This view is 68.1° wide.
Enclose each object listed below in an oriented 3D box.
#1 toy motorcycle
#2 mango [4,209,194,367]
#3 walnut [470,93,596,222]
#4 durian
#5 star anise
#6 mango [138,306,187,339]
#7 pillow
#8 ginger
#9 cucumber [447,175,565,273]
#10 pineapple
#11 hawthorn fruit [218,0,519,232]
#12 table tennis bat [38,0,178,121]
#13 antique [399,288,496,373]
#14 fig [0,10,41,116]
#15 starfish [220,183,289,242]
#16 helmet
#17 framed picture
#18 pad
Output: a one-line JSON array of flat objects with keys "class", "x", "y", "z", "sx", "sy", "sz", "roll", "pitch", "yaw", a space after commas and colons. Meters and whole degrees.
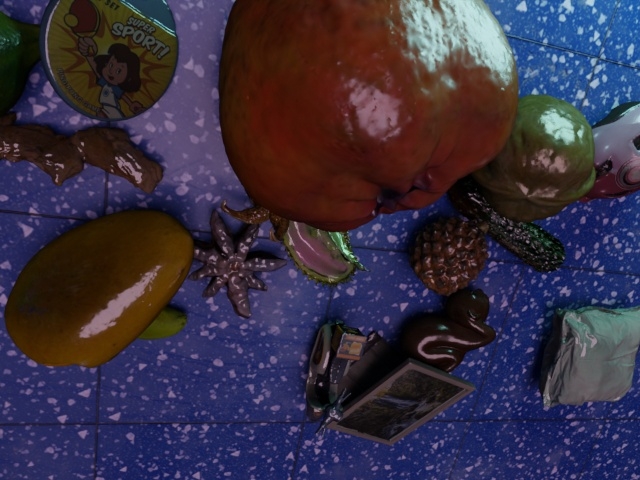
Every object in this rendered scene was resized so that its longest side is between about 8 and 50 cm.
[{"class": "toy motorcycle", "x": 0.022, "y": 0.314, "z": 1.099, "sx": 0.090, "sy": 0.157, "sz": 0.263, "roll": 12, "pitch": 98, "yaw": -17}, {"class": "mango", "x": -0.394, "y": 0.079, "z": 0.865, "sx": 0.365, "sy": 0.253, "sz": 0.182, "roll": -34, "pitch": 159, "yaw": 6}, {"class": "walnut", "x": 0.423, "y": -0.174, "z": 0.961, "sx": 0.282, "sy": 0.283, "sz": 0.227, "roll": -9, "pitch": 137, "yaw": -10}, {"class": "durian", "x": 0.000, "y": 0.001, "z": 1.001, "sx": 0.137, "sy": 0.095, "sz": 0.221, "roll": -35, "pitch": 84, "yaw": 23}, {"class": "star anise", "x": -0.180, "y": 0.048, "z": 0.984, "sx": 0.229, "sy": 0.093, "sz": 0.236, "roll": -6, "pitch": 103, "yaw": -15}, {"class": "mango", "x": -0.365, "y": 0.164, "z": 0.997, "sx": 0.165, "sy": 0.074, "sz": 0.091, "roll": 12, "pitch": 108, "yaw": -16}, {"class": "pillow", "x": 0.746, "y": 0.321, "z": 1.297, "sx": 0.283, "sy": 0.138, "sz": 0.310, "roll": -3, "pitch": 109, "yaw": -13}, {"class": "ginger", "x": -0.430, "y": -0.153, "z": 0.844, "sx": 0.290, "sy": 0.122, "sz": 0.084, "roll": 9, "pitch": 151, "yaw": -16}, {"class": "cucumber", "x": 0.427, "y": -0.042, "z": 1.100, "sx": 0.359, "sy": 0.096, "sz": 0.096, "roll": 31, "pitch": 101, "yaw": -23}, {"class": "pineapple", "x": 0.295, "y": 0.022, "z": 1.055, "sx": 0.193, "sy": 0.166, "sz": 0.166, "roll": -42, "pitch": 115, "yaw": 16}, {"class": "hawthorn fruit", "x": 0.060, "y": -0.248, "z": 0.742, "sx": 0.471, "sy": 0.472, "sz": 0.472, "roll": -5, "pitch": 112, "yaw": -12}, {"class": "table tennis bat", "x": -0.327, "y": -0.358, "z": 0.788, "sx": 0.215, "sy": 0.044, "sz": 0.329, "roll": 21, "pitch": 96, "yaw": -46}, {"class": "antique", "x": 0.310, "y": 0.219, "z": 1.165, "sx": 0.257, "sy": 0.121, "sz": 0.143, "roll": -39, "pitch": 106, "yaw": 11}, {"class": "fig", "x": -0.513, "y": -0.281, "z": 0.739, "sx": 0.235, "sy": 0.203, "sz": 0.203, "roll": -18, "pitch": 116, "yaw": -32}, {"class": "starfish", "x": -0.116, "y": -0.082, "z": 0.927, "sx": 0.146, "sy": 0.190, "sz": 0.074, "roll": -43, "pitch": 160, "yaw": -15}, {"class": "helmet", "x": 0.705, "y": -0.193, "z": 1.082, "sx": 0.198, "sy": 0.154, "sz": 0.253, "roll": 37, "pitch": 94, "yaw": -24}, {"class": "framed picture", "x": 0.198, "y": 0.418, "z": 1.197, "sx": 0.240, "sy": 0.020, "sz": 0.324, "roll": 28, "pitch": 122, "yaw": -28}, {"class": "pad", "x": 0.106, "y": 0.358, "z": 1.219, "sx": 0.233, "sy": 0.022, "sz": 0.174, "roll": -43, "pitch": 115, "yaw": 4}]
